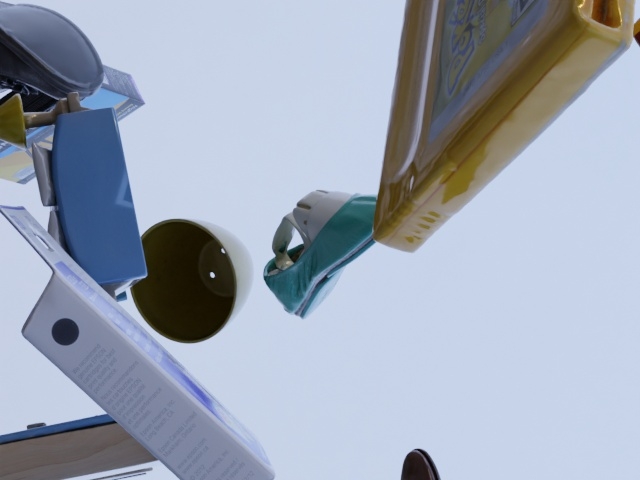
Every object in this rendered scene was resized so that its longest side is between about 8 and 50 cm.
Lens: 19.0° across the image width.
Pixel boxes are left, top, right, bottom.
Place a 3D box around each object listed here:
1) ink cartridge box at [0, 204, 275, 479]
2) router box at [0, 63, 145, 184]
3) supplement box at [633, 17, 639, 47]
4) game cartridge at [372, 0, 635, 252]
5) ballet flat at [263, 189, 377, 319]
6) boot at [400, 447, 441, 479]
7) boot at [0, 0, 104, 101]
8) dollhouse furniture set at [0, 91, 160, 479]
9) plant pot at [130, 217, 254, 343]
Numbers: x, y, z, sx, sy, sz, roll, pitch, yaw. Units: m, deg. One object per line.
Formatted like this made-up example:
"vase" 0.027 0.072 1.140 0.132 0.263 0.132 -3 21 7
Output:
"ink cartridge box" -0.117 0.065 1.097 0.045 0.208 0.206 -45 -177 -3
"router box" -0.300 -0.132 2.095 0.179 0.133 0.046 -32 -108 19
"supplement box" 0.335 -0.109 1.486 0.081 0.104 0.188 -41 -120 25
"game cartridge" 0.135 -0.180 1.421 0.323 0.053 0.285 -46 -150 53
"ballet flat" 0.000 0.000 1.888 0.083 0.087 0.247 -45 178 -32
"boot" 0.042 0.198 1.478 0.037 0.114 0.106 -37 -134 39
"boot" -0.328 -0.120 1.785 0.263 0.091 0.229 31 -63 24
"dollhouse furniture set" -0.253 0.056 1.576 0.286 0.198 0.303 137 -57 -75
"plant pot" -0.124 0.035 2.054 0.134 0.095 0.134 6 -77 27
